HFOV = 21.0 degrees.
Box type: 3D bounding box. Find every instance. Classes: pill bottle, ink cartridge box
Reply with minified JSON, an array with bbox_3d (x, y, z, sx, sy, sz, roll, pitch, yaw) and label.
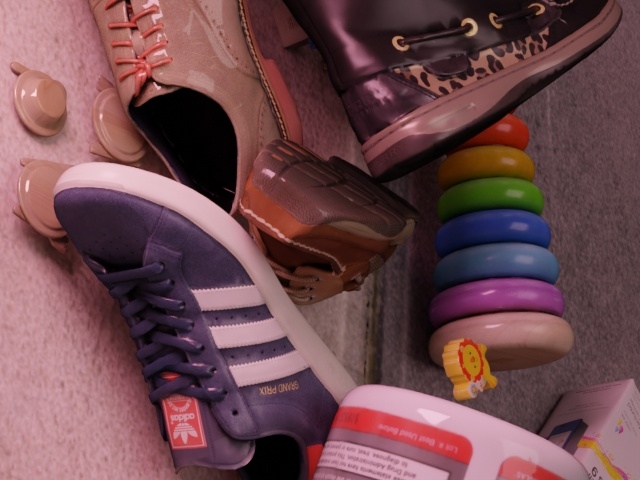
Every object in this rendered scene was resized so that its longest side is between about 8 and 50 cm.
[{"bbox_3d":[0.056,0.312,1.327,0.210,0.210,0.363,32,74,-40],"label":"pill bottle"},{"bbox_3d":[0.282,0.266,1.776,0.212,0.093,0.154,-44,111,-47],"label":"ink cartridge box"}]

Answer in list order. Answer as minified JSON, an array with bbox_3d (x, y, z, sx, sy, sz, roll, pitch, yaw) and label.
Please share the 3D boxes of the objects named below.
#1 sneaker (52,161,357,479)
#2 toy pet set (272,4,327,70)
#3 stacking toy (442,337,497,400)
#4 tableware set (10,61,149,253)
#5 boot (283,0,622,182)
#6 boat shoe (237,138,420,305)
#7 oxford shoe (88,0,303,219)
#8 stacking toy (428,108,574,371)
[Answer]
[{"bbox_3d":[-0.097,0.091,1.340,0.350,0.131,0.148,48,52,-31],"label":"sneaker"},{"bbox_3d":[0.011,-0.226,1.654,0.114,0.065,0.122,-17,89,-52],"label":"toy pet set"},{"bbox_3d":[0.097,0.204,1.512,0.052,0.167,0.221,-25,97,-53],"label":"stacking toy"},{"bbox_3d":[-0.192,-0.063,1.381,0.141,0.020,0.169,24,57,-46],"label":"tableware set"},{"bbox_3d":[0.102,-0.240,1.595,0.377,0.138,0.284,-34,89,-40],"label":"boot"},{"bbox_3d":[0.000,0.000,1.439,0.122,0.120,0.324,37,7,14],"label":"boat shoe"},{"bbox_3d":[-0.125,-0.176,1.406,0.348,0.123,0.130,59,29,-17],"label":"oxford shoe"},{"bbox_3d":[0.164,-0.042,1.707,0.141,0.141,0.330,14,67,-48],"label":"stacking toy"}]
